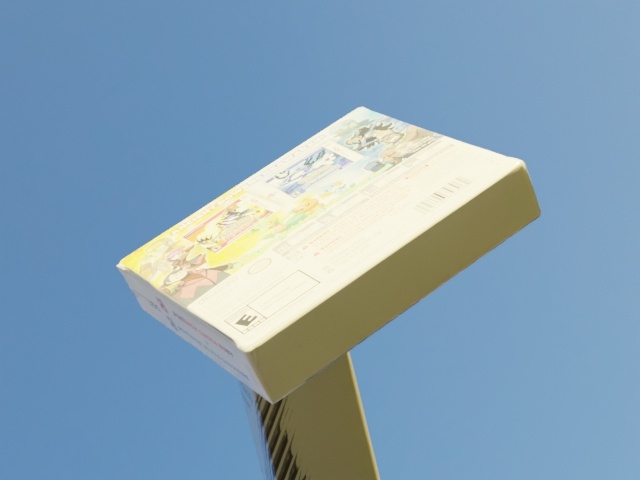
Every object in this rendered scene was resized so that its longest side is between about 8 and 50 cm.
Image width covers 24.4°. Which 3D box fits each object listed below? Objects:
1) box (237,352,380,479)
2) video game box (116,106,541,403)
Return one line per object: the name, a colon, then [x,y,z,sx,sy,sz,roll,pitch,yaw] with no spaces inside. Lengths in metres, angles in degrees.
box: [-0.002,0.208,1.328,0.094,0.113,0.275,-16,-77,-10]
video game box: [0.000,0.000,0.914,0.205,0.187,0.048,-34,-59,-18]
